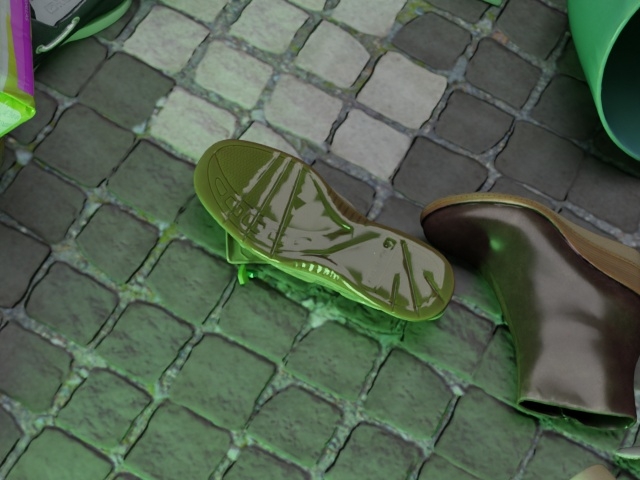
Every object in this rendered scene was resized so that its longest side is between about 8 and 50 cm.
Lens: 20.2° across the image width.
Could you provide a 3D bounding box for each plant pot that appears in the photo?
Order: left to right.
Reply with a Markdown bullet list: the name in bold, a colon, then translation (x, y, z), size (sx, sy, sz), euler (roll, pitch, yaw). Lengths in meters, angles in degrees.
- **plant pot**: translation (0.394, -0.260, 1.914), size (0.293, 0.293, 0.235), euler (-5, 43, -14)

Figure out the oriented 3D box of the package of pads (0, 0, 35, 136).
- **package of pads**: translation (-0.398, -0.156, 1.701), size (0.101, 0.296, 0.229), euler (27, 45, -44)

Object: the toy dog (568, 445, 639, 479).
- **toy dog**: translation (0.330, 0.271, 1.665), size (0.334, 0.161, 0.220), euler (-2, 55, -29)

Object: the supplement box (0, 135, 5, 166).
- **supplement box**: translation (-0.338, -0.089, 1.766), size (0.036, 0.098, 0.062), euler (23, 58, 4)

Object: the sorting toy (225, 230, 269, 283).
- **sorting toy**: translation (-0.064, 0.009, 1.808), size (0.062, 0.012, 0.083), euler (2, 58, -10)

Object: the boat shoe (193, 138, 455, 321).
- **boat shoe**: translation (0.000, 0.000, 1.783), size (0.285, 0.089, 0.104), euler (33, 81, 9)

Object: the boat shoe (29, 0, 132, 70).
- **boat shoe**: translation (-0.314, -0.230, 1.863), size (0.114, 0.091, 0.302), euler (37, 59, 13)

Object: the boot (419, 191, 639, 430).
- **boot**: translation (0.208, 0.068, 1.776), size (0.248, 0.090, 0.207), euler (16, 55, -5)

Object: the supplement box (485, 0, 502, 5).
- **supplement box**: translation (0.127, -0.371, 2.024), size (0.220, 0.111, 0.114), euler (22, 56, 2)
